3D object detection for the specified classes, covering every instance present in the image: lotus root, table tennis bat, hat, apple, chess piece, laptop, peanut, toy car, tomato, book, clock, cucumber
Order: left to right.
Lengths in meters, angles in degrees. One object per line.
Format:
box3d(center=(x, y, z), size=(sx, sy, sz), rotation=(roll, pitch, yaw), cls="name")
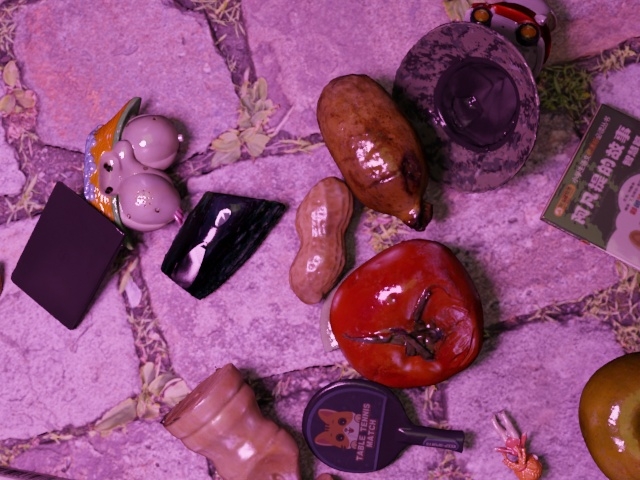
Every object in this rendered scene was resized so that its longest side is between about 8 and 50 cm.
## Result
box3d(center=(-0.377, 0.024, 1.333), size=(0.135, 0.016, 0.197), rotation=(38, 114, 8), cls="laptop")
box3d(center=(-0.275, -0.101, 1.341), size=(0.144, 0.103, 0.231), rotation=(-2, 85, 1), cls="clock")
box3d(center=(-0.156, -0.009, 1.339), size=(0.115, 0.086, 0.193), rotation=(38, 93, 4), cls="cucumber")
box3d(center=(-0.083, 0.326, 1.284), size=(0.137, 0.137, 0.301), rotation=(-40, 96, -2), cls="chess piece")
box3d(center=(-0.002, 0.000, 1.326), size=(0.089, 0.089, 0.193), rotation=(10, 84, 4), cls="peanut")
box3d(center=(0.087, -0.127, 1.304), size=(0.128, 0.145, 0.260), rotation=(-31, 81, 21), cls="lotus root")
box3d(center=(0.090, 0.274, 1.296), size=(0.236, 0.027, 0.150), rotation=(8, 107, 3), cls="table tennis bat")
box3d(center=(0.133, 0.117, 1.265), size=(0.227, 0.101, 0.228), rotation=(-2, 107, -5), cls="tomato")
box3d(center=(0.241, -0.203, 1.304), size=(0.128, 0.265, 0.266), rotation=(-24, 81, -36), cls="hat")
box3d(center=(0.293, -0.322, 1.344), size=(0.139, 0.112, 0.112), rotation=(33, 71, 15), cls="toy car")
box3d(center=(0.453, 0.251, 1.234), size=(0.196, 0.157, 0.197), rotation=(0, 83, 3), cls="apple")
box3d(center=(0.490, -0.058, 1.334), size=(0.264, 0.027, 0.202), rotation=(29, 86, 6), cls="book")

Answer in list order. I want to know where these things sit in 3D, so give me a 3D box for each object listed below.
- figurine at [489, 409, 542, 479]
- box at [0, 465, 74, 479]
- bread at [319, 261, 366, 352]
box3d(center=(0.280, 0.300, 1.297), size=(0.064, 0.047, 0.109), rotation=(-37, 75, 27), cls="figurine")
box3d(center=(-0.546, 0.423, 1.297), size=(0.330, 0.095, 0.210), rotation=(10, 83, 3), cls="box")
box3d(center=(0.081, 0.085, 1.334), size=(0.192, 0.036, 0.112), rotation=(-18, 82, 0), cls="bread")
